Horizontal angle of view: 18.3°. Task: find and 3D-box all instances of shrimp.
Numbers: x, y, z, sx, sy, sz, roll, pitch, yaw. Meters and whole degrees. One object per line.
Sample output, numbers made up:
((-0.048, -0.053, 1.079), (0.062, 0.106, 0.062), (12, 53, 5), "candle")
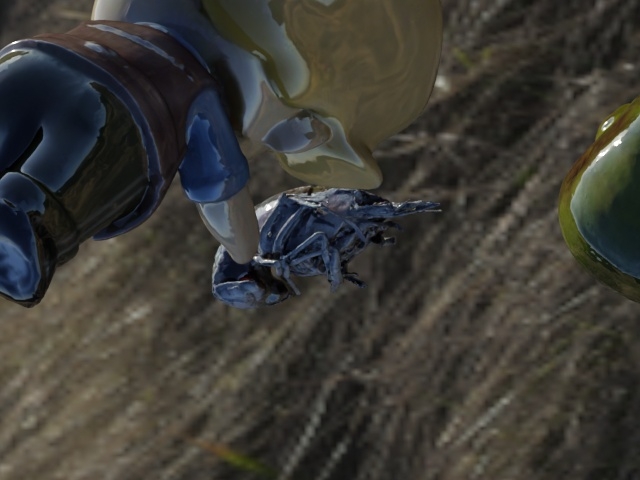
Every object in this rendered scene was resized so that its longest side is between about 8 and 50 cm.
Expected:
((0.000, 0.000, 1.126), (0.165, 0.056, 0.065), (-12, 71, 44), "shrimp")

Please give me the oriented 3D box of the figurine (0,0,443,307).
((-0.041, -0.048, 0.604), (0.114, 0.196, 0.108), (22, 139, 24), "figurine")

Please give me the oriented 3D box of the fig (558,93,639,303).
((0.314, -0.024, 1.626), (0.225, 0.203, 0.203), (41, 121, 16), "fig")
